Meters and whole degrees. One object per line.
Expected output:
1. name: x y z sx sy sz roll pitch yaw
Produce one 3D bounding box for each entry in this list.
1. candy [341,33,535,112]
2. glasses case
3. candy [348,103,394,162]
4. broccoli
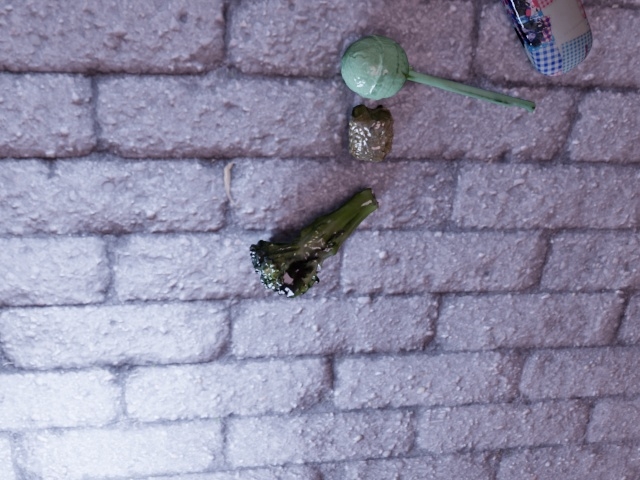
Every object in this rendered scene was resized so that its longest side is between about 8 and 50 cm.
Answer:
1. candy: 0.248 -0.312 1.306 0.440 0.119 0.119 7 114 -22
2. glasses case: 0.419 -0.468 1.264 0.125 0.076 0.327 -33 117 7
3. candy: 0.103 -0.218 1.327 0.096 0.085 0.110 5 125 -3
4. broccoli: -0.003 -0.005 1.382 0.304 0.165 0.145 -37 85 -7
